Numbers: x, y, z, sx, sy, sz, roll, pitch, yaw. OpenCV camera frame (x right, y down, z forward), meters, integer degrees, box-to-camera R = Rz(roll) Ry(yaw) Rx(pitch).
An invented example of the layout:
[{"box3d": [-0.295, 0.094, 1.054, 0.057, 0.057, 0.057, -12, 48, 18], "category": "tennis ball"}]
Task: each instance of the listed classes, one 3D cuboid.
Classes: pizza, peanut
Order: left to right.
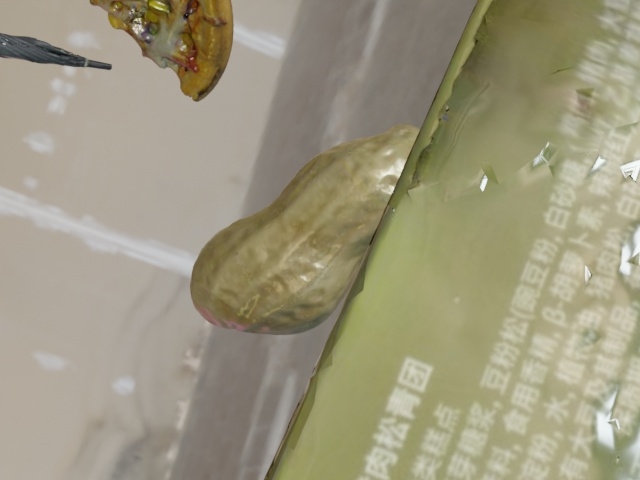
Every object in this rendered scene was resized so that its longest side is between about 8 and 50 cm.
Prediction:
[{"box3d": [-0.169, -0.243, 1.292, 0.184, 0.176, 0.036, 113, -177, -46], "category": "pizza"}, {"box3d": [0.000, 0.000, 1.092, 0.257, 0.123, 0.123, -35, 29, 14], "category": "peanut"}]

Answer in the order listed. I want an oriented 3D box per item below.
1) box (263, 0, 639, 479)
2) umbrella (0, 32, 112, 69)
[{"box3d": [0.100, 0.036, 0.550, 0.373, 0.138, 0.420, 84, -151, -69], "category": "box"}, {"box3d": [-0.295, -0.167, 1.031, 0.044, 0.269, 0.044, -9, 79, 47], "category": "umbrella"}]
